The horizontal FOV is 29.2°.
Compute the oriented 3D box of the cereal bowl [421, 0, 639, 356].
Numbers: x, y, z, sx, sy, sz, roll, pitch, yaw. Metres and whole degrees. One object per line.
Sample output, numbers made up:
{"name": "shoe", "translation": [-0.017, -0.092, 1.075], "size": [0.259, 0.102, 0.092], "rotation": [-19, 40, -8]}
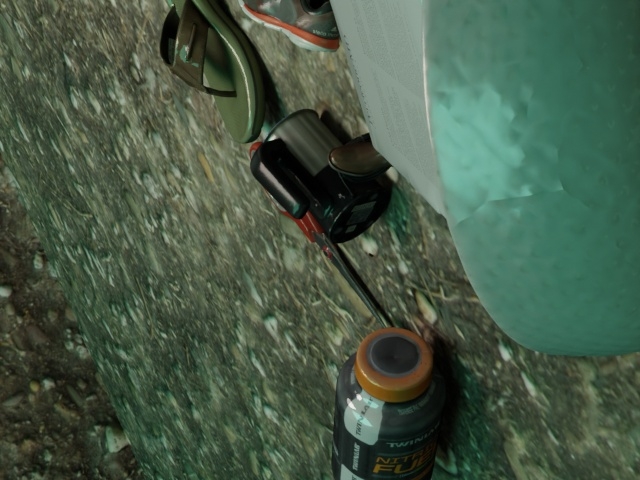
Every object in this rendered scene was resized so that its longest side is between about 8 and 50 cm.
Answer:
{"name": "cereal bowl", "translation": [0.197, -0.099, 0.710], "size": [0.141, 0.339, 0.339], "rotation": [-2, 118, 33]}

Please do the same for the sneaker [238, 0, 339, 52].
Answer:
{"name": "sneaker", "translation": [-0.025, -0.248, 1.281], "size": [0.158, 0.061, 0.065], "rotation": [36, 119, 41]}

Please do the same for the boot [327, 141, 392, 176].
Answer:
{"name": "boot", "translation": [0.068, -0.104, 1.193], "size": [0.114, 0.106, 0.037], "rotation": [116, 148, -65]}

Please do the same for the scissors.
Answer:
{"name": "scissors", "translation": [0.000, 0.000, 1.531], "size": [0.297, 0.021, 0.109], "rotation": [59, 153, 0]}

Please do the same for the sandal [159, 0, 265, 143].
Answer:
{"name": "sandal", "translation": [-0.160, -0.248, 1.479], "size": [0.302, 0.086, 0.120], "rotation": [62, 156, -3]}

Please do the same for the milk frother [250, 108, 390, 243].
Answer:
{"name": "milk frother", "translation": [0.012, -0.094, 1.332], "size": [0.143, 0.129, 0.135], "rotation": [-49, 66, 19]}

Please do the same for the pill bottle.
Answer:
{"name": "pill bottle", "translation": [0.080, 0.208, 1.464], "size": [0.130, 0.130, 0.245], "rotation": [45, 152, 31]}

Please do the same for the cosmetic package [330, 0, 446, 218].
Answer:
{"name": "cosmetic package", "translation": [0.067, -0.206, 0.874], "size": [0.284, 0.097, 0.377], "rotation": [-129, 19, -63]}
